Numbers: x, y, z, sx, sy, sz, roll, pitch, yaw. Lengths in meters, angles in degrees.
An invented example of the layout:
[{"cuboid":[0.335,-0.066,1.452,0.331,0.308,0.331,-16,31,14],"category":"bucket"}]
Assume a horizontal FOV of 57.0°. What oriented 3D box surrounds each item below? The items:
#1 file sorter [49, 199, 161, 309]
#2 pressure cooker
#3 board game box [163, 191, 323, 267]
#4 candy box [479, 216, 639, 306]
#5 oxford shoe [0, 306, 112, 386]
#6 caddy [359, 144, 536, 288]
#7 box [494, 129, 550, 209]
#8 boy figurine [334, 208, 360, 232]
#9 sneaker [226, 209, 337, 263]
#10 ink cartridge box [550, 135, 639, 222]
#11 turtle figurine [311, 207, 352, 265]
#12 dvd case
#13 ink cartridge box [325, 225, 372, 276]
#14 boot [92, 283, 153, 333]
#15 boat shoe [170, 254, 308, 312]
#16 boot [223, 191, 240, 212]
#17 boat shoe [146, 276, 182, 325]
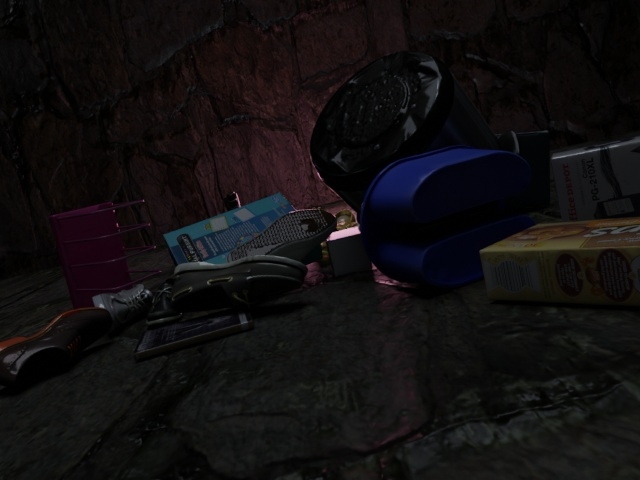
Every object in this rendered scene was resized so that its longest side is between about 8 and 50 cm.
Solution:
[{"cuboid":[-0.575,0.045,1.640,0.182,0.291,0.202,-5,11,31],"category":"file sorter"},{"cuboid":[0.223,-0.173,1.379,0.376,0.420,0.370,-54,38,-4],"category":"pressure cooker"},{"cuboid":[-0.200,0.016,1.497,0.335,0.079,0.254,-22,37,-16],"category":"board game box"},{"cuboid":[0.415,0.025,0.843,0.182,0.088,0.316,-20,11,-38],"category":"candy box"},{"cuboid":[-0.501,0.211,1.145,0.098,0.097,0.271,14,26,28],"category":"oxford shoe"},{"cuboid":[0.239,-0.047,1.113,0.341,0.242,0.179,-16,15,-23],"category":"caddy"},{"cuboid":[0.445,-0.200,1.760,0.293,0.212,0.395,-4,6,-11],"category":"box"},{"cuboid":[0.060,-0.030,1.815,0.177,0.092,0.285,-13,11,22],"category":"boy figurine"},{"cuboid":[-0.087,0.025,1.364,0.290,0.123,0.106,-27,50,-25],"category":"sneaker"},{"cuboid":[0.597,-0.111,1.179,0.237,0.172,0.100,-10,9,25],"category":"ink cartridge box"},{"cuboid":[0.000,0.000,1.592,0.269,0.087,0.217,-28,40,3],"category":"turtle figurine"},{"cuboid":[-0.243,0.175,1.148,0.221,0.018,0.164,-15,7,-10],"category":"dvd case"},{"cuboid":[0.064,0.024,1.425,0.092,0.090,0.143,-14,9,-2],"category":"ink cartridge box"},{"cuboid":[-0.464,0.148,1.409,0.123,0.095,0.258,-23,9,-15],"category":"boot"},{"cuboid":[-0.169,0.095,1.199,0.304,0.091,0.109,-6,-33,21],"category":"boat shoe"},{"cuboid":[-0.289,-0.055,2.050,0.091,0.229,0.263,-15,8,-14],"category":"boot"},{"cuboid":[-0.360,0.142,1.363,0.083,0.079,0.233,-12,9,-2],"category":"boat shoe"}]
